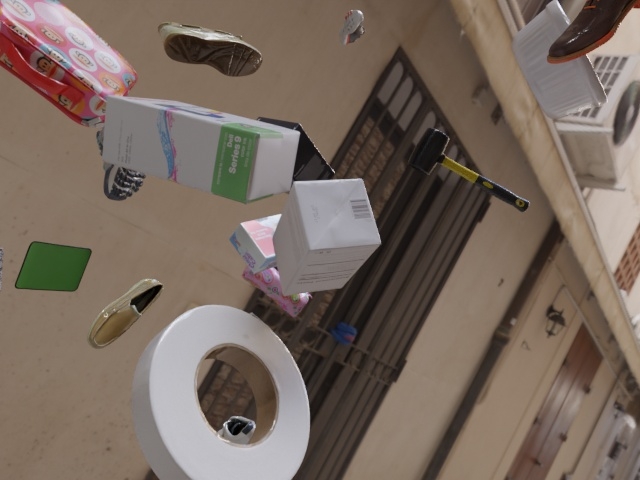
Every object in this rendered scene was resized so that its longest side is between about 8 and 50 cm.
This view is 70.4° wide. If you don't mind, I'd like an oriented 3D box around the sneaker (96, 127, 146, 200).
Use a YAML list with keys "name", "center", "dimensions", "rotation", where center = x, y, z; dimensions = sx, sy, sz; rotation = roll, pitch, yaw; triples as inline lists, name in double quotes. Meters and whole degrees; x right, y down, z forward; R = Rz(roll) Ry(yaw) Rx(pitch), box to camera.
- name: "sneaker"
  center: [-0.531, -0.239, 1.202]
  dimensions: [0.122, 0.283, 0.110]
  rotation: [5, -16, 12]

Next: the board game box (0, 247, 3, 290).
- name: "board game box"
  center: [-1.103, 0.082, 1.258]
  dimensions: [0.231, 0.141, 0.291]
  rotation: [8, 5, 15]

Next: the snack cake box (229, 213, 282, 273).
- name: "snack cake box"
  center: [-0.153, 0.002, 1.528]
  dimensions: [0.264, 0.089, 0.152]
  rotation: [-17, 65, -50]

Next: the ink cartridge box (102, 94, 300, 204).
- name: "ink cartridge box"
  center: [-0.155, -0.127, 0.615]
  dimensions: [0.212, 0.093, 0.154]
  rotation: [15, 17, 14]

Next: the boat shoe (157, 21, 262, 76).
- name: "boat shoe"
  center: [-0.280, -0.512, 1.198]
  dimensions: [0.285, 0.105, 0.089]
  rotation: [-2, 54, -45]

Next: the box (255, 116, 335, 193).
- name: "box"
  center: [-0.150, -0.340, 1.901]
  dimensions: [0.296, 0.183, 0.294]
  rotation: [24, -19, 46]

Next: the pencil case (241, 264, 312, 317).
- name: "pencil case"
  center: [-0.171, 0.178, 1.788]
  dimensions: [0.284, 0.124, 0.124]
  rotation: [39, -9, -15]

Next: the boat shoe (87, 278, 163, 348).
- name: "boat shoe"
  center: [-0.417, 0.154, 0.982]
  dimensions: [0.072, 0.190, 0.068]
  rotation: [-2, -47, 41]

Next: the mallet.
- name: "mallet"
  center: [0.222, -0.101, 0.654]
  dimensions: [0.189, 0.063, 0.039]
  rotation: [20, 8, -6]

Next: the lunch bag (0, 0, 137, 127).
- name: "lunch bag"
  center: [-0.570, -0.393, 0.996]
  dimensions: [0.293, 0.120, 0.258]
  rotation: [40, 26, -27]

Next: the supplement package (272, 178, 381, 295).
- name: "supplement package"
  center: [0.000, 0.000, 1.129]
  dimensions: [0.175, 0.178, 0.293]
  rotation: [-5, -24, -20]

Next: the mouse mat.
- name: "mouse mat"
  center: [-0.801, 0.082, 1.371]
  dimensions: [0.007, 0.153, 0.189]
  rotation: [27, 5, 32]

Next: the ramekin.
- name: "ramekin"
  center: [0.573, -0.423, 1.104]
  dimensions: [0.127, 0.273, 0.272]
  rotation: [-28, -47, 34]

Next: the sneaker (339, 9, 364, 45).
- name: "sneaker"
  center: [0.107, -0.648, 1.375]
  dimensions: [0.064, 0.061, 0.158]
  rotation: [-12, 3, -15]

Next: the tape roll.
- name: "tape roll"
  center: [-0.181, 0.314, 0.908]
  dimensions: [0.392, 0.072, 0.392]
  rotation: [36, 32, -28]

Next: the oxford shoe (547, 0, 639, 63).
- name: "oxford shoe"
  center: [0.543, -0.459, 0.887]
  dimensions: [0.098, 0.271, 0.097]
  rotation: [47, 0, -31]

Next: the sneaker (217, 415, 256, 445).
- name: "sneaker"
  center: [-0.239, 0.544, 1.293]
  dimensions: [0.258, 0.094, 0.091]
  rotation: [-25, -81, 45]
